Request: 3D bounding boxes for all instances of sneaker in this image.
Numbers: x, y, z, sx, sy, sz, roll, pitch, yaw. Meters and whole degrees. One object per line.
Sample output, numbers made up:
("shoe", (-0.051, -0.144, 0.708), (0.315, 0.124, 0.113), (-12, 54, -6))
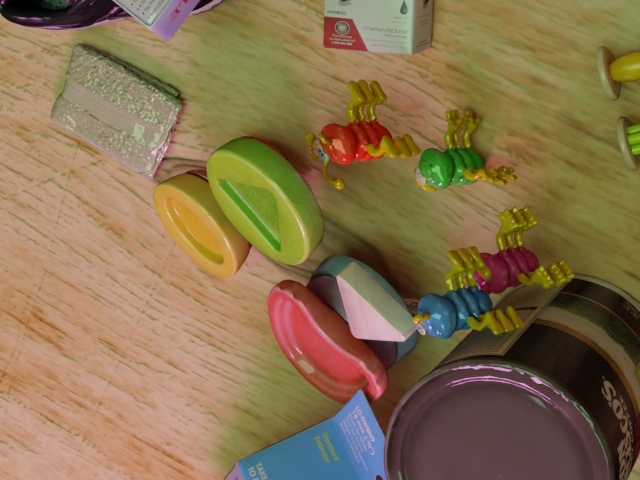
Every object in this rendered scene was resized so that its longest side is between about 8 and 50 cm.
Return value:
("sneaker", (-0.205, -0.268, 1.429), (0.283, 0.124, 0.107), (-13, 99, 27))
("sneaker", (0.100, 0.078, 1.438), (0.083, 0.037, 0.032), (-10, 102, 28))

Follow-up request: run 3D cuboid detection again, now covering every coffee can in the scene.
("coffee can", (0.200, 0.161, 1.280), (0.201, 0.275, 0.202), (7, 107, 22))

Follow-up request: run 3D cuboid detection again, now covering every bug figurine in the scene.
("bug figurine", (0.113, -0.019, 1.286), (0.072, 0.216, 0.279), (-47, 61, 38))

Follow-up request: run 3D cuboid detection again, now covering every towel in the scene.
("towel", (-0.226, -0.144, 1.529), (0.148, 0.027, 0.110), (31, 114, 14))

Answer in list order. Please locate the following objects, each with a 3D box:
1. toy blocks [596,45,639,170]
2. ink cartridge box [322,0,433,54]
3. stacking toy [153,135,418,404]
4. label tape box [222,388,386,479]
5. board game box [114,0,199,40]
("toy blocks", (0.339, -0.138, 1.259), (0.148, 0.054, 0.123), (-15, 97, 27))
("ink cartridge box", (0.057, -0.255, 1.353), (0.099, 0.056, 0.135), (8, 108, 23))
("stacking toy", (0.000, 0.000, 1.366), (0.309, 0.130, 0.279), (48, 155, 1))
("label tape box", (-0.014, 0.335, 1.411), (0.241, 0.106, 0.334), (63, 146, 22))
("board game box", (-0.179, -0.415, 1.348), (0.318, 0.066, 0.319), (39, 93, 10))
